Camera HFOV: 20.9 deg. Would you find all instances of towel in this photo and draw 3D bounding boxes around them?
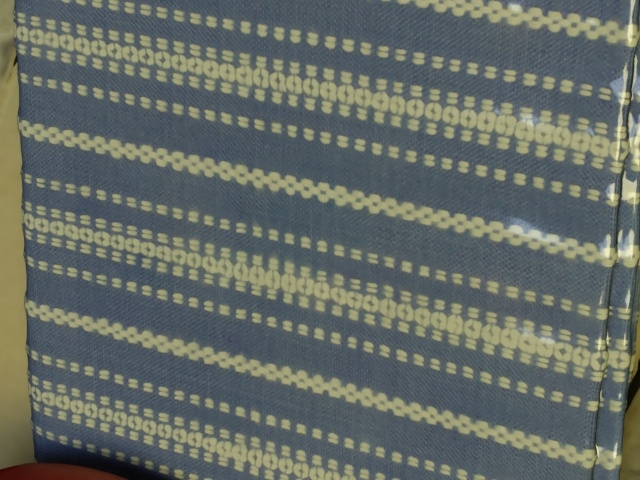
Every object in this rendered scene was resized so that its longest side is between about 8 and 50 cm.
[{"bbox_3d":[0.000,0.000,0.614,0.243,0.040,0.336,12,114,23],"label":"towel"}]

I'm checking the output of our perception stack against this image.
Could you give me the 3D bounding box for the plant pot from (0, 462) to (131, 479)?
[{"bbox_3d":[-0.113,0.205,0.637,0.191,0.174,0.191,17,127,24],"label":"plant pot"}]
